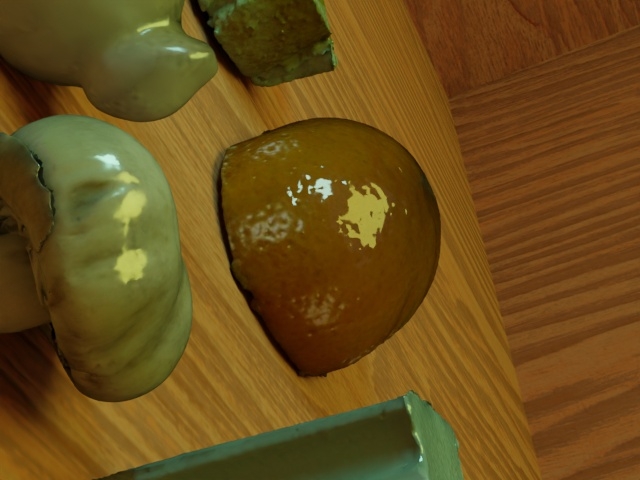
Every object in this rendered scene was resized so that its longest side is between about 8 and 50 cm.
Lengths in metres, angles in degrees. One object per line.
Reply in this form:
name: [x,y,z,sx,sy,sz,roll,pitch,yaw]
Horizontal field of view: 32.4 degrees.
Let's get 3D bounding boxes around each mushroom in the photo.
mushroom: [-0.129,0.012,0.567,0.154,0.123,0.154,45,-32,40]

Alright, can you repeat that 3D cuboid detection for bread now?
bread: [-0.060,-0.286,1.221,0.257,0.124,0.186,-92,164,-54]

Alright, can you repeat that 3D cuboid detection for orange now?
orange: [0.001,-0.004,1.126,0.310,0.274,0.274,158,-88,-73]

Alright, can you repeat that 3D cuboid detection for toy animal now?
toy animal: [-0.059,-0.242,0.689,0.241,0.368,0.196,59,10,5]

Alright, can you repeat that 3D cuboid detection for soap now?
soap: [-0.025,0.143,0.593,0.114,0.198,0.063,48,27,-62]
